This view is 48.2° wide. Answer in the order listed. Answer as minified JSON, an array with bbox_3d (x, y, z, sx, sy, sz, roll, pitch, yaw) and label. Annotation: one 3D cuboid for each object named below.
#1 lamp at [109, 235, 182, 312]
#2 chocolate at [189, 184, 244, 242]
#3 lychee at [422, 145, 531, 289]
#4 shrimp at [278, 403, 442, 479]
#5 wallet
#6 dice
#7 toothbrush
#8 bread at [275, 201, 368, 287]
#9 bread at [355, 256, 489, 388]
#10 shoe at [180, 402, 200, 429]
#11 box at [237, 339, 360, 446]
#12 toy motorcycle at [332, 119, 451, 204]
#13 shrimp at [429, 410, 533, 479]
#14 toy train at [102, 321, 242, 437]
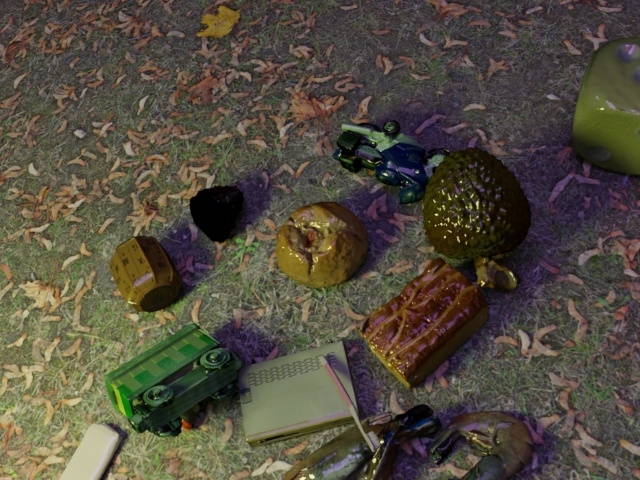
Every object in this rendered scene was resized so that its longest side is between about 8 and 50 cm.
[{"bbox_3d":[-0.458,0.088,1.875,0.161,0.161,0.185,-33,60,-7],"label":"lamp"},{"bbox_3d":[-0.262,-0.095,1.967,0.156,0.156,0.133,26,41,26],"label":"chocolate"},{"bbox_3d":[0.370,-0.059,1.698,0.270,0.319,0.270,5,18,-2],"label":"lychee"},{"bbox_3d":[0.078,0.511,1.526,0.446,0.110,0.221,-40,65,-7],"label":"shrimp"},{"bbox_3d":[-0.550,0.528,1.703,0.095,0.033,0.190,16,65,20],"label":"wallet"},{"bbox_3d":[0.774,-0.330,1.769,0.250,0.254,0.252,15,66,25],"label":"dice"},{"bbox_3d":[0.061,0.350,1.573,0.025,0.020,0.286,-27,42,-8],"label":"toothbrush"},{"bbox_3d":[0.000,0.000,1.828,0.245,0.134,0.244,-6,62,11],"label":"bread"},{"bbox_3d":[0.243,0.188,1.670,0.275,0.114,0.185,-38,59,-13],"label":"bread"},{"bbox_3d":[-0.385,0.410,1.713,0.195,0.074,0.077,1,65,12],"label":"shoe"},{"bbox_3d":[-0.055,0.354,1.680,0.270,0.045,0.210,-17,57,4],"label":"box"},{"bbox_3d":[0.192,-0.209,1.918,0.331,0.125,0.196,24,67,20],"label":"toy motorcycle"},{"bbox_3d":[0.313,0.463,1.515,0.289,0.075,0.178,-41,51,-11],"label":"shrimp"},{"bbox_3d":[-0.334,0.325,1.651,0.202,0.120,0.301,24,42,38],"label":"toy train"}]
